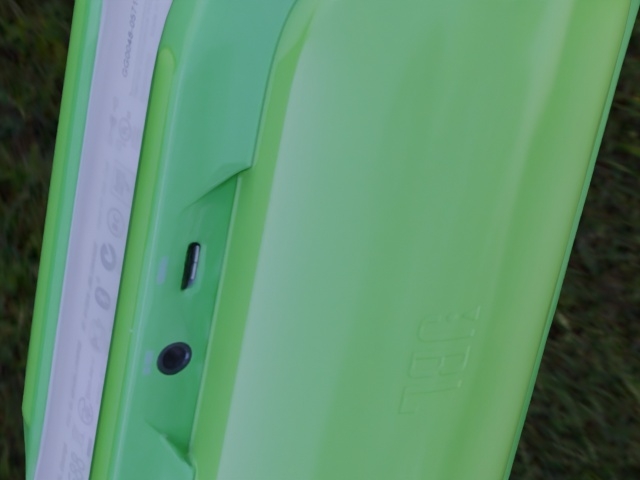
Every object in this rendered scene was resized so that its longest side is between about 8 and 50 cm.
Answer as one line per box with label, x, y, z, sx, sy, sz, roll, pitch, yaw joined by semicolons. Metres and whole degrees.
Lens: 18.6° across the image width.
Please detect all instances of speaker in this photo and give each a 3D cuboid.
speaker;0.000;0.000;0.485;0.131;0.131;0.297;6;117;-12
